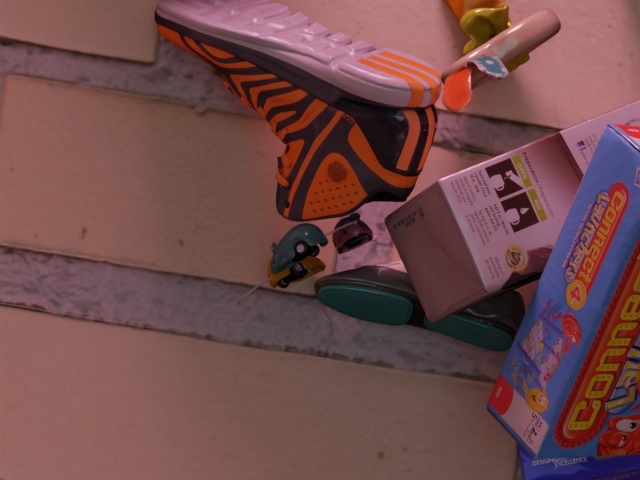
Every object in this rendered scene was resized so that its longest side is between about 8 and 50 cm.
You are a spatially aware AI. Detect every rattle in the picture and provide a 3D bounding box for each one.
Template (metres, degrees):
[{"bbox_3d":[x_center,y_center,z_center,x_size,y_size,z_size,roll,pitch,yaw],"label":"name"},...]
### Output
[{"bbox_3d":[0.142,-0.210,1.907,0.130,0.200,0.142,-13,99,37],"label":"rattle"}]

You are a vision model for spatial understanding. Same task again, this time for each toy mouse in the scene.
[{"bbox_3d":[0.000,0.000,1.919,0.161,0.143,0.031,-19,74,-29],"label":"toy mouse"}]

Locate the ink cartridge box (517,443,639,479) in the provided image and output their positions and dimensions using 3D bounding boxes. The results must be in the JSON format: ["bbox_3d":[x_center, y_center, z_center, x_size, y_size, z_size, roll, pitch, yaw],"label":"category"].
[{"bbox_3d":[0.314,0.284,1.967,0.206,0.045,0.208,-11,86,-5],"label":"ink cartridge box"}]

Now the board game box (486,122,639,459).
[{"bbox_3d":[0.342,0.052,1.826,0.302,0.086,0.308,1,121,-34],"label":"board game box"}]

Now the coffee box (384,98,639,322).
[{"bbox_3d":[0.234,-0.038,1.885,0.297,0.168,0.118,-22,85,-18],"label":"coffee box"}]

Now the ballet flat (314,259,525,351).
[{"bbox_3d":[0.100,0.054,1.962,0.213,0.072,0.068,15,58,-4],"label":"ballet flat"}]

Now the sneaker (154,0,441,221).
[{"bbox_3d":[-0.040,-0.120,1.906,0.321,0.125,0.180,26,118,31],"label":"sneaker"}]
